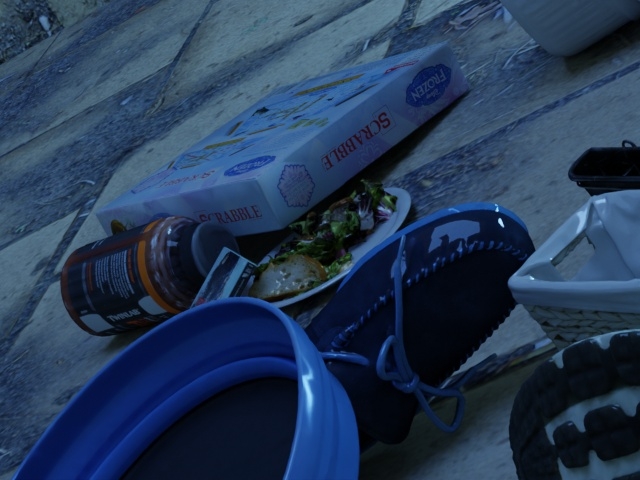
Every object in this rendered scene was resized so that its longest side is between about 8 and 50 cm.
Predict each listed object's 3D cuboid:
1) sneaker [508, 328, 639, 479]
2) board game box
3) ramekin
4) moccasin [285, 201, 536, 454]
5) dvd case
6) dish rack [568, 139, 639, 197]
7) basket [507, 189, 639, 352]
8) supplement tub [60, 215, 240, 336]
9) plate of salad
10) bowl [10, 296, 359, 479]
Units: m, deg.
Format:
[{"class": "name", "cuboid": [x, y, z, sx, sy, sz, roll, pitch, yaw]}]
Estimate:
[{"class": "sneaker", "cuboid": [0.300, 0.095, 1.153, 0.410, 0.158, 0.182, -21, -9, 38]}, {"class": "board game box", "cuboid": [-0.045, -0.099, 2.181, 0.318, 0.066, 0.318, -37, 17, -34]}, {"class": "ramekin", "cuboid": [0.238, -0.289, 2.038, 0.109, 0.207, 0.207, -38, 17, 16]}, {"class": "moccasin", "cuboid": [0.042, 0.114, 1.494, 0.342, 0.137, 0.117, -46, 28, 28]}, {"class": "dvd case", "cuboid": [-0.108, 0.067, 1.940, 0.119, 0.013, 0.087, -62, 21, 0]}, {"class": "dish rack", "cuboid": [0.355, -0.104, 1.575, 0.271, 0.074, 0.208, -41, 21, -21]}, {"class": "basket", "cuboid": [0.236, 0.036, 1.377, 0.113, 0.103, 0.167, -42, 20, -24]}, {"class": "supplement tub", "cuboid": [-0.177, 0.035, 2.066, 0.198, 0.106, 0.106, -17, 25, 41]}, {"class": "plate of salad", "cuboid": [0.000, 0.000, 1.947, 0.200, 0.048, 0.200, -31, 18, 11]}, {"class": "bowl", "cuboid": [-0.124, 0.222, 1.396, 0.391, 0.077, 0.391, -37, 30, 26]}]
